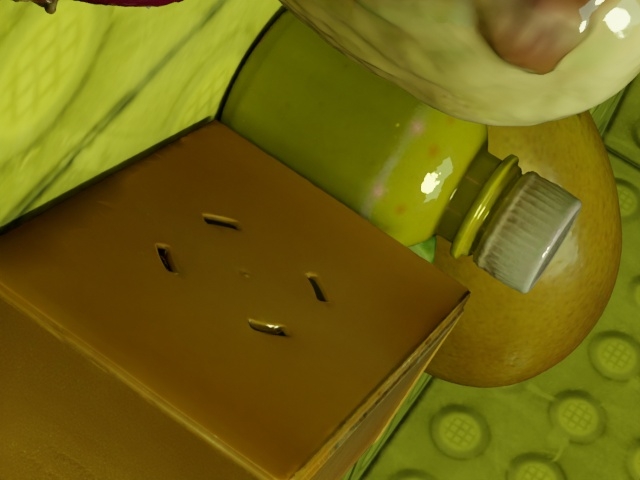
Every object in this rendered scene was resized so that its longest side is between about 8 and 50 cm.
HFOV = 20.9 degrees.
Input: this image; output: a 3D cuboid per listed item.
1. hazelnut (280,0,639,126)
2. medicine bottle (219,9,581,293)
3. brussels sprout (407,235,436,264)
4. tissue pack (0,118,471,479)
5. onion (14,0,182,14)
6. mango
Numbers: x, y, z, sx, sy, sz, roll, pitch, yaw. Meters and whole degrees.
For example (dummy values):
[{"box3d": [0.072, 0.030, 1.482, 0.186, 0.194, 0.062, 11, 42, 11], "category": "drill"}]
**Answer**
[{"box3d": [0.048, -0.178, 0.773, 0.241, 0.261, 0.261, -23, 162, -8], "category": "hazelnut"}, {"box3d": [0.053, -0.049, 1.067, 0.122, 0.212, 0.122, -54, 169, -16], "category": "medicine bottle"}, {"box3d": [0.007, 0.004, 1.197, 0.131, 0.145, 0.183, -63, 170, 1], "category": "brussels sprout"}, {"box3d": [-0.066, 0.072, 0.934, 0.145, 0.194, 0.274, -63, 167, 27], "category": "tissue pack"}, {"box3d": [-0.052, -0.172, 0.505, 0.218, 0.139, 0.195, -62, 162, 2], "category": "onion"}, {"box3d": [0.124, -0.035, 1.372, 0.221, 0.264, 0.378, -18, 144, -5], "category": "mango"}]
